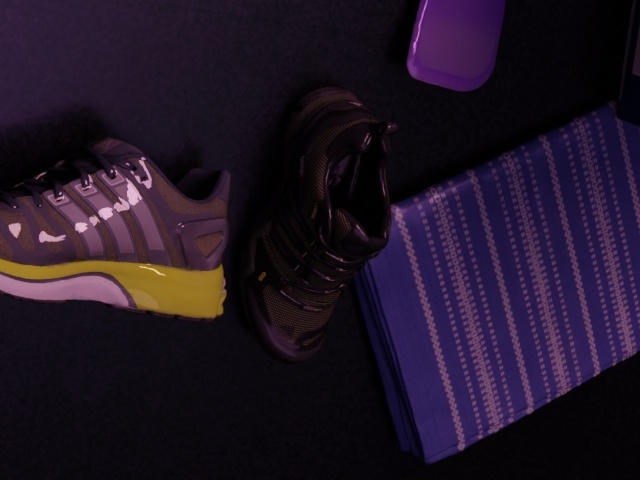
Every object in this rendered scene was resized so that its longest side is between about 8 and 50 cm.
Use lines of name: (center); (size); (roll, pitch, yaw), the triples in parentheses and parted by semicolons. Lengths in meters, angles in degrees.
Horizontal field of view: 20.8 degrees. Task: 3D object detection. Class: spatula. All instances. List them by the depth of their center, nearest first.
spatula: (0.143, -0.262, 1.370); (0.084, 0.030, 0.296); (13, 103, -31)

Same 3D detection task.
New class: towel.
towel: (0.189, 0.025, 1.509); (0.336, 0.040, 0.243); (-26, 117, -17)

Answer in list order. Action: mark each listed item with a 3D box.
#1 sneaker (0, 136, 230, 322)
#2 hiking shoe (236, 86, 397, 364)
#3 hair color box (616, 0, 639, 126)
sneaker: (-0.185, -0.019, 1.260); (0.300, 0.111, 0.121); (10, 94, -46)
hiking shoe: (0.000, 0.000, 1.354); (0.086, 0.114, 0.227); (3, 108, -26)
hair color box: (0.430, -0.173, 1.490); (0.347, 0.105, 0.174); (-1, 107, -28)
